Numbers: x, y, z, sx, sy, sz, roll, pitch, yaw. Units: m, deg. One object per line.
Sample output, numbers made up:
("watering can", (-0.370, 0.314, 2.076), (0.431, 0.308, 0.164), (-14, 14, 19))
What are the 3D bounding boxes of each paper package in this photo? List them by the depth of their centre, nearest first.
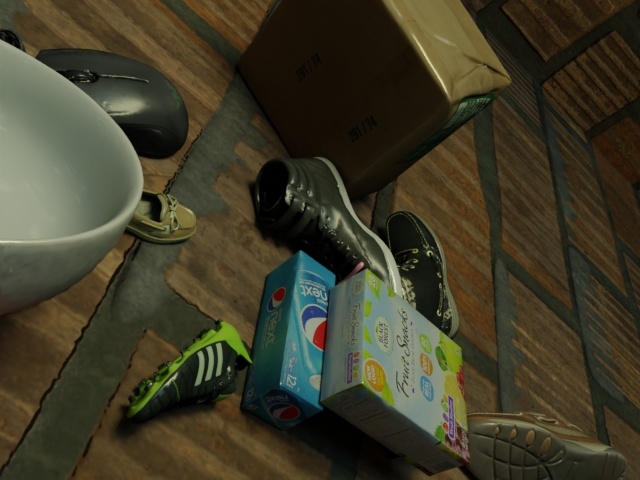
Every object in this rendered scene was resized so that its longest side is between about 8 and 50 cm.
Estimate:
("paper package", (0.067, -0.258, 1.047), (0.168, 0.325, 0.310), (-26, 82, -41))

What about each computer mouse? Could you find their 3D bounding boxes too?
("computer mouse", (-0.258, -0.172, 0.817), (0.272, 0.072, 0.189), (1, 59, -50))

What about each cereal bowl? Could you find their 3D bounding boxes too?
("cereal bowl", (-0.323, -0.055, 0.529), (0.339, 0.141, 0.339), (27, 24, -13))

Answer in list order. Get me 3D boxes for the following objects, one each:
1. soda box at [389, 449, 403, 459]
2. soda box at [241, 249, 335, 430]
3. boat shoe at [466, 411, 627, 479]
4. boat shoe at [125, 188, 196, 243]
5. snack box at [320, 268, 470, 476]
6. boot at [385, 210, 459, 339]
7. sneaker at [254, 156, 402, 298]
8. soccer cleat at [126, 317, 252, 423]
("soda box", (0.112, 0.212, 0.938), (0.060, 0.053, 0.169), (17, 47, -41))
("soda box", (-0.034, 0.117, 0.829), (0.067, 0.071, 0.210), (36, 37, -25))
("boat shoe", (0.330, 0.329, 1.065), (0.324, 0.123, 0.116), (23, 10, -25))
("boat shoe", (-0.203, -0.037, 0.784), (0.153, 0.048, 0.056), (19, 47, -40))
("snack box", (0.096, 0.164, 0.839), (0.207, 0.070, 0.175), (38, 36, -28))
("boot", (0.129, 0.044, 1.066), (0.178, 0.085, 0.236), (16, 52, -53))
("sneaker", (0.000, 0.000, 0.957), (0.146, 0.104, 0.296), (1, 54, -48))
("soccer cleat", (-0.128, 0.145, 0.704), (0.072, 0.060, 0.179), (54, 31, -2))
